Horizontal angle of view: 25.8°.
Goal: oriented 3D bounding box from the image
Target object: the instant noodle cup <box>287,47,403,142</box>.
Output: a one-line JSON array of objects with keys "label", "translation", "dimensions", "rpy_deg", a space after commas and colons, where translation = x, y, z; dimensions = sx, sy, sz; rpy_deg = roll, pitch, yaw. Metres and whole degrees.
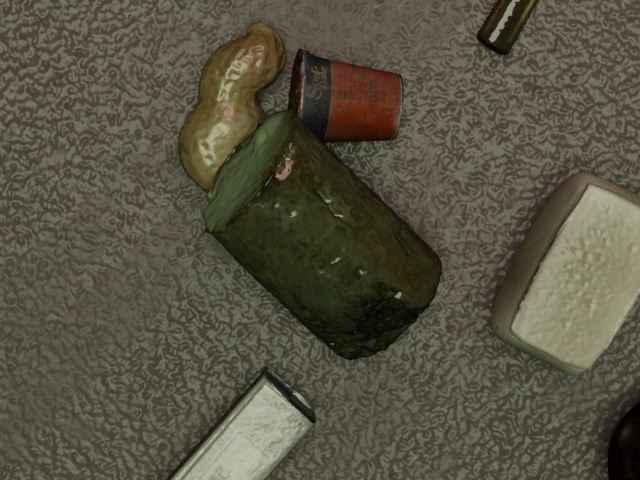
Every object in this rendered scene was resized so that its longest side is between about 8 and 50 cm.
[{"label": "instant noodle cup", "translation": [0.032, -0.176, 1.787], "dimensions": [0.135, 0.127, 0.127], "rpy_deg": [4, 94, -9]}]

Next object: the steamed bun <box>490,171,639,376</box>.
[{"label": "steamed bun", "translation": [0.324, 0.040, 1.772], "dimensions": [0.146, 0.164, 0.242], "rpy_deg": [28, 92, -3]}]

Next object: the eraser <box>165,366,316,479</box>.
[{"label": "eraser", "translation": [-0.171, 0.349, 1.823], "dimensions": [0.096, 0.098, 0.404], "rpy_deg": [41, 93, -3]}]

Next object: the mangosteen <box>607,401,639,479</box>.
[{"label": "mangosteen", "translation": [0.477, 0.298, 1.767], "dimensions": [0.216, 0.216, 0.216], "rpy_deg": [0, 94, 0]}]

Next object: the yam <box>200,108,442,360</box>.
[{"label": "yam", "translation": [0.000, 0.000, 1.732], "dimensions": [0.195, 0.195, 0.300], "rpy_deg": [-45, 115, 3]}]

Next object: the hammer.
[{"label": "hammer", "translation": [0.334, -0.438, 1.801], "dimensions": [0.168, 0.044, 0.440], "rpy_deg": [30, 93, -3]}]

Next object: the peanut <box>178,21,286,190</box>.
[{"label": "peanut", "translation": [-0.115, -0.174, 1.799], "dimensions": [0.104, 0.085, 0.228], "rpy_deg": [18, 92, -10]}]
